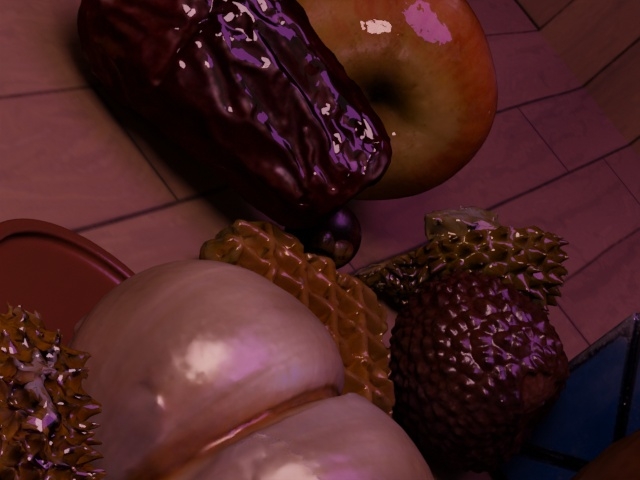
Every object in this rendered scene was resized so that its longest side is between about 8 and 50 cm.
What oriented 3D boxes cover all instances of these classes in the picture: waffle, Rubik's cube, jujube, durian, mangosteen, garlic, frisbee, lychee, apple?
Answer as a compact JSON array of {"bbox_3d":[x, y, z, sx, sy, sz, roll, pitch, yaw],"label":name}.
[{"bbox_3d":[-0.024,0.078,1.506,0.219,0.057,0.229,38,26,-25],"label":"waffle"},{"bbox_3d":[0.366,0.234,1.693,0.255,0.259,0.260,-1,58,-50],"label":"Rubik's cube"},{"bbox_3d":[-0.080,-0.162,1.577,0.342,0.216,0.216,44,23,1],"label":"jujube"},{"bbox_3d":[-0.206,0.139,0.969,0.183,0.138,0.250,27,39,-46],"label":"durian"},{"bbox_3d":[0.001,-0.003,1.655,0.081,0.081,0.081,40,24,-22],"label":"mangosteen"},{"bbox_3d":[-0.046,0.164,1.161,0.313,0.249,0.286,1,29,-48],"label":"garlic"},{"bbox_3d":[-0.176,0.086,1.263,0.251,0.021,0.251,40,24,-22],"label":"frisbee"},{"bbox_3d":[0.145,0.123,1.592,0.188,0.188,0.188,40,24,-22],"label":"lychee"},{"bbox_3d":[0.174,0.041,1.823,0.166,0.172,0.306,36,20,36],"label":"durian"},{"bbox_3d":[0.052,-0.180,1.789,0.286,0.286,0.233,40,17,-22],"label":"apple"}]

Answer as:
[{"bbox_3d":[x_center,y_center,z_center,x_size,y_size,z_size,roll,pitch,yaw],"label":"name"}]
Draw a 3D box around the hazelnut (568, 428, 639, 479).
[{"bbox_3d":[0.334,0.339,1.337,0.421,0.353,0.421,-5,97,-45],"label":"hazelnut"}]
